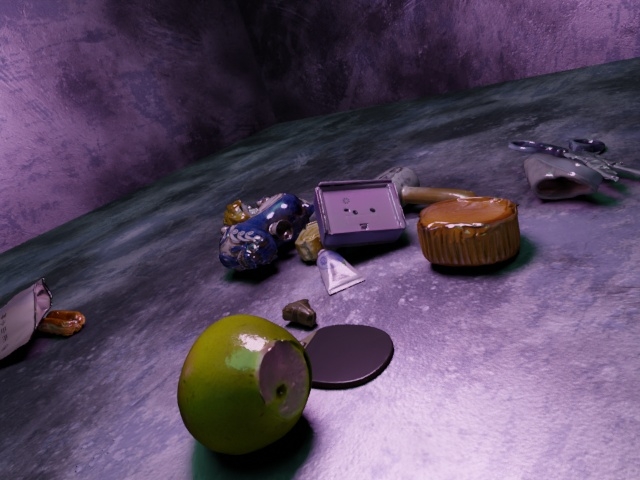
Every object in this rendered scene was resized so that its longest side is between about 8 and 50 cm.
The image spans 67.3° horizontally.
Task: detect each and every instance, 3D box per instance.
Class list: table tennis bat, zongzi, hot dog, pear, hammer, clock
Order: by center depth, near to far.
[{"bbox_3d":[-0.119,0.203,0.682,0.219,0.188,0.187,-19,17,36],"label":"pear"},{"bbox_3d":[-0.008,0.189,0.823,0.274,0.021,0.154,-2,26,30],"label":"table tennis bat"},{"bbox_3d":[-0.023,0.139,0.945,0.076,0.040,0.083,10,17,38],"label":"zongzi"},{"bbox_3d":[0.088,-0.066,1.130,0.193,0.073,0.145,-4,61,-12],"label":"clock"},{"bbox_3d":[0.260,-0.116,1.242,0.305,0.113,0.202,9,37,40],"label":"hammer"},{"bbox_3d":[-0.675,0.213,1.252,0.165,0.045,0.071,-2,25,34],"label":"hot dog"}]

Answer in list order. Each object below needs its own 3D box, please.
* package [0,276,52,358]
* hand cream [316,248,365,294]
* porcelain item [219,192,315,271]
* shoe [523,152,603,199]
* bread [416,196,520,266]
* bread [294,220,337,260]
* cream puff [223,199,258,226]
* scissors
[{"bbox_3d":[-0.801,0.227,1.248,0.203,0.062,0.251,-35,38,5],"label":"package"},{"bbox_3d":[0.032,0.063,1.063,0.084,0.053,0.142,-22,32,-10],"label":"hand cream"},{"bbox_3d":[-0.134,-0.024,1.257,0.288,0.138,0.186,-36,22,-32],"label":"porcelain item"},{"bbox_3d":[0.529,-0.136,1.093,0.100,0.103,0.251,-53,9,7],"label":"shoe"},{"bbox_3d":[0.296,-0.015,0.963,0.199,0.104,0.199,-12,20,4],"label":"bread"},{"bbox_3d":[0.000,0.000,1.209,0.117,0.064,0.156,-11,23,28],"label":"bread"},{"bbox_3d":[-0.218,-0.044,1.430,0.156,0.156,0.121,-18,64,1],"label":"cream puff"},{"bbox_3d":[0.650,-0.200,1.164,0.255,0.029,0.383,-3,23,-5],"label":"scissors"}]
